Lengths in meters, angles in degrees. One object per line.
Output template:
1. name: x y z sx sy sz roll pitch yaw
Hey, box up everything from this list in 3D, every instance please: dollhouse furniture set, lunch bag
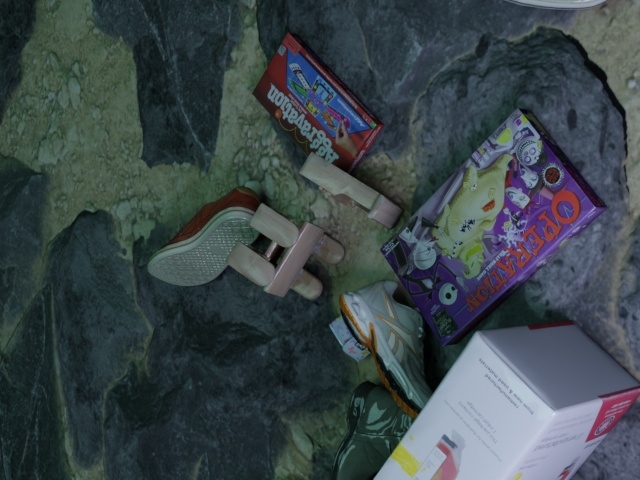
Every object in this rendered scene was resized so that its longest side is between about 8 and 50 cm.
1. dollhouse furniture set: 0.000 0.000 1.749 0.161 0.212 0.242 33 94 24
2. lunch bag: 0.067 0.160 1.790 0.071 0.053 0.083 -41 73 34

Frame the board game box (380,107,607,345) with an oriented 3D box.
1. board game box: 0.262 -0.016 1.628 0.347 0.056 0.208 -48 65 30

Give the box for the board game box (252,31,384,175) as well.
1. board game box: -0.011 -0.240 1.876 0.281 0.027 0.145 50 121 29

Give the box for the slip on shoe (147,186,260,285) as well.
1. slip on shoe: -0.224 -0.002 2.018 0.331 0.123 0.101 -35 36 40

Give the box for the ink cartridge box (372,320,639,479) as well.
1. ink cartridge box: 0.247 0.314 1.485 0.160 0.279 0.384 46 119 30

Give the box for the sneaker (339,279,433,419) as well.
1. sneaker: 0.140 0.170 1.687 0.262 0.121 0.099 58 167 22

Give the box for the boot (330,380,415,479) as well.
1. boot: 0.112 0.371 1.735 0.161 0.083 0.246 19 103 33

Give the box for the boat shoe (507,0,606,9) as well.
1. boat shoe: 0.241 -0.474 1.585 0.500 0.156 0.187 23 99 27
